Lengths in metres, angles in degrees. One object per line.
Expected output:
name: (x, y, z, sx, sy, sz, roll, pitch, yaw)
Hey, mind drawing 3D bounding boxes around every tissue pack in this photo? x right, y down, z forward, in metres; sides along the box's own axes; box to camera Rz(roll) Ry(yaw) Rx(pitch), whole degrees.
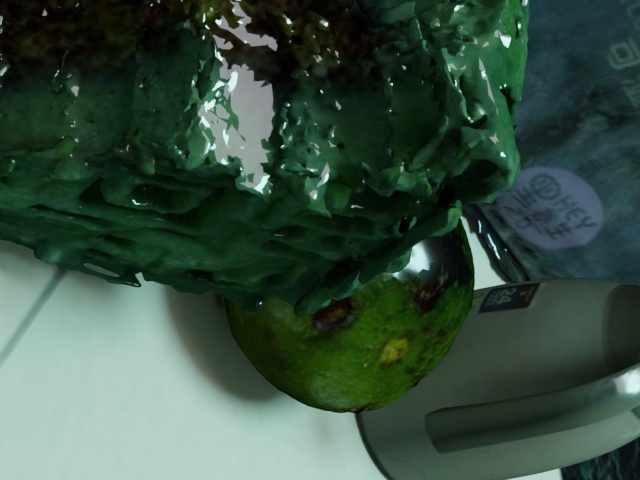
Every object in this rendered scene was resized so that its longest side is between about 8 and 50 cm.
tissue pack: (0.232, -0.107, 0.835, 0.259, 0.361, 0.122, 53, 40, -28)

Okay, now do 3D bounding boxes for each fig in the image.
fig: (0.000, 0.000, 0.717, 0.123, 0.123, 0.156, 26, 19, -46)

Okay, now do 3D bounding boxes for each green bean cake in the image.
green bean cake: (-0.052, -0.052, 0.540, 0.208, 0.193, 0.107, 16, 70, -20)

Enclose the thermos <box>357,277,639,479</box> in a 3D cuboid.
thermos: (0.115, 0.072, 0.750, 0.137, 0.193, 0.105, -22, 96, -54)
